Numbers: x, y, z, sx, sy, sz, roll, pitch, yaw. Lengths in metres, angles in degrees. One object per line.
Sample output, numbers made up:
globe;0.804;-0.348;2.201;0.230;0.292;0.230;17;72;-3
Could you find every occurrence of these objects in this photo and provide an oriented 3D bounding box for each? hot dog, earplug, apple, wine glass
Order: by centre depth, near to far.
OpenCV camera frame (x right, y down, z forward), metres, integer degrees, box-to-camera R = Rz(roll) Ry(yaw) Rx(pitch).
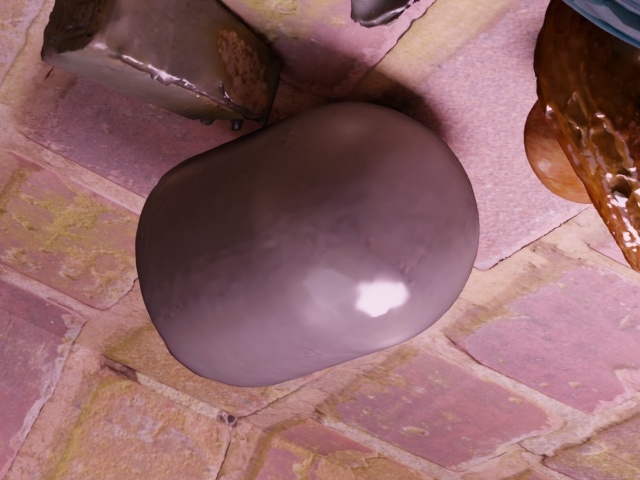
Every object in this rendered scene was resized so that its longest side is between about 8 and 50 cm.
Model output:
hot dog;0.353;-0.110;1.833;0.174;0.267;0.387;40;173;45
wine glass;0.022;-0.308;1.850;0.122;0.122;0.183;-7;138;47
apple;0.288;-0.108;1.996;0.131;0.146;0.146;26;166;47
earplug;0.000;0.000;2.260;0.312;0.313;0.394;32;153;-24

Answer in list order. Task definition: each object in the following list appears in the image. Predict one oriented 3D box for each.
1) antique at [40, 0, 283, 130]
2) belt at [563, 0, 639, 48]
antique;-0.169;-0.221;2.172;0.125;0.150;0.284;0;157;47
belt;0.275;-0.323;1.525;0.436;0.173;0.300;37;150;-30
